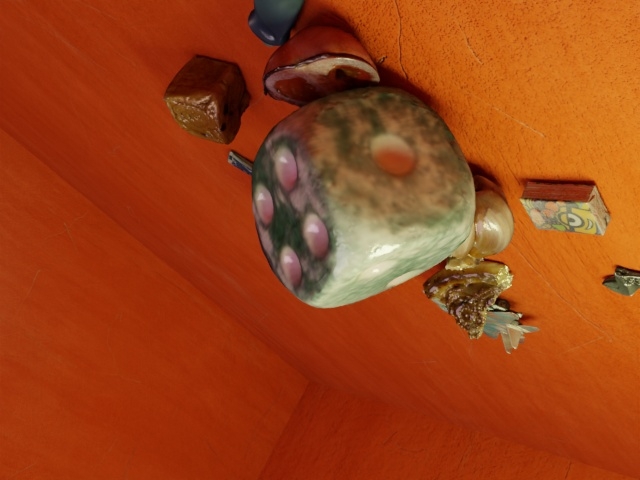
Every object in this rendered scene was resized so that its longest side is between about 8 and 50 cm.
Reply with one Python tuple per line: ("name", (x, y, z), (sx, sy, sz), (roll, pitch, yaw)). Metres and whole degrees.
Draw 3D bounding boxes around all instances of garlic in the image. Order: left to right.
("garlic", (0.325, -0.059, 1.506), (0.160, 0.214, 0.191), (5, 122, 1))

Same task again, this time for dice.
("dice", (0.072, -0.075, 1.379), (0.327, 0.331, 0.348), (66, 149, 16))

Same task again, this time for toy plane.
("toy plane", (0.446, 0.201, 1.986), (0.326, 0.104, 0.223), (31, 158, 9))

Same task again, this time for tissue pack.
("tissue pack", (0.490, -0.065, 1.403), (0.148, 0.060, 0.108), (8, 149, 46))

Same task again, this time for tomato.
("tomato", (0.005, -0.337, 1.347), (0.228, 0.112, 0.199), (-6, 162, 25))

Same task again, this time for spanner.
("spanner", (0.728, 0.079, 1.466), (0.093, 0.026, 0.325), (38, 156, -21))

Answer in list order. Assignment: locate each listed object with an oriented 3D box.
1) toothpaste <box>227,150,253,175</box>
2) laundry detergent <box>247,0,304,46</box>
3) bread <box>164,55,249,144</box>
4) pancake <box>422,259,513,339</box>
("toothpaste", (-0.180, -0.192, 2.005), (0.197, 0.034, 0.057), (32, 150, 3))
("laundry detergent", (-0.086, -0.433, 1.327), (0.097, 0.061, 0.206), (23, 160, -4))
("bread", (-0.263, -0.333, 1.661), (0.158, 0.143, 0.149), (14, 153, 26))
("pancake", (0.400, 0.166, 1.880), (0.266, 0.057, 0.244), (-2, 112, 42))
